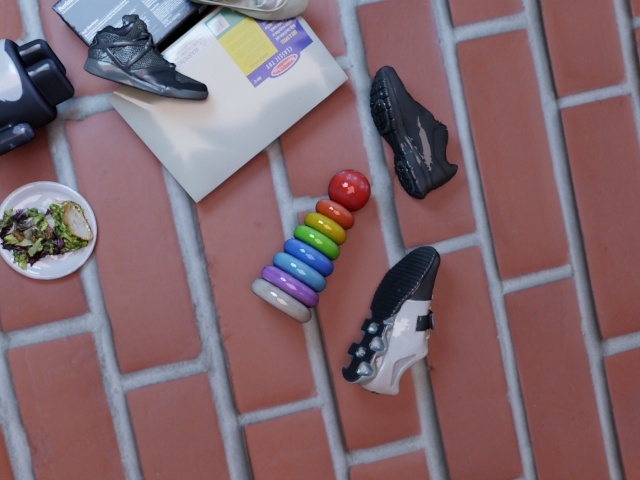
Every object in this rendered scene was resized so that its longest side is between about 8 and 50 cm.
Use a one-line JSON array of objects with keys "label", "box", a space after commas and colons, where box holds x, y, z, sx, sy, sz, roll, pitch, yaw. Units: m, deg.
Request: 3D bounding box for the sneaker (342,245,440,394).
[{"label": "sneaker", "box": [0.182, 0.173, 1.353, 0.146, 0.122, 0.330, 30, 87, -25]}]

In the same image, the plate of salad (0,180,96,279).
[{"label": "plate of salad", "box": [-0.555, -0.020, 1.280, 0.200, 0.048, 0.199, 0, 92, -7]}]

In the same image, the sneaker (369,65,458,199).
[{"label": "sneaker", "box": [0.197, -0.236, 1.348, 0.130, 0.109, 0.286, -26, 104, -12]}]

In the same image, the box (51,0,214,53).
[{"label": "box", "box": [-0.360, -0.467, 1.264, 0.261, 0.103, 0.184, -44, 101, -4]}]

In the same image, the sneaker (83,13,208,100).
[{"label": "sneaker", "box": [-0.311, -0.340, 1.188, 0.228, 0.087, 0.130, 17, 103, -13]}]

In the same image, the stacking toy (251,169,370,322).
[{"label": "stacking toy", "box": [0.000, 0.000, 1.311, 0.141, 0.141, 0.330, 34, 83, -7]}]

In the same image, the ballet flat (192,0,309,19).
[{"label": "ballet flat", "box": [-0.141, -0.469, 1.206, 0.249, 0.086, 0.086, 2, 91, -9]}]

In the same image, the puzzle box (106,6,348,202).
[{"label": "puzzle box", "box": [-0.181, -0.306, 1.292, 0.409, 0.052, 0.272, -39, 101, -1]}]

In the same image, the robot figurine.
[{"label": "robot figurine", "box": [-0.617, -0.268, 1.207, 0.278, 0.209, 0.173, -28, 116, -6]}]
